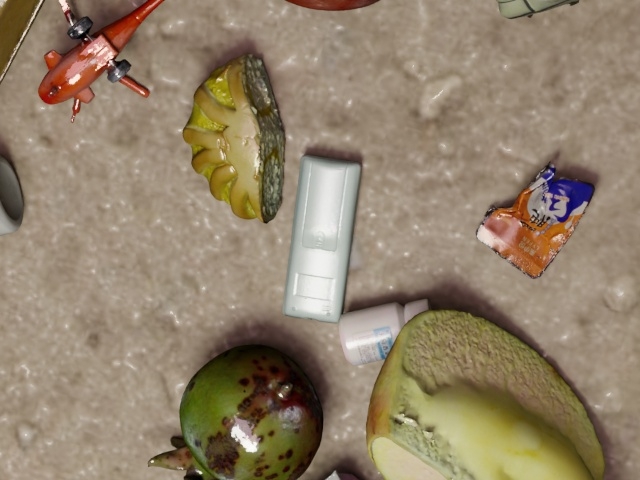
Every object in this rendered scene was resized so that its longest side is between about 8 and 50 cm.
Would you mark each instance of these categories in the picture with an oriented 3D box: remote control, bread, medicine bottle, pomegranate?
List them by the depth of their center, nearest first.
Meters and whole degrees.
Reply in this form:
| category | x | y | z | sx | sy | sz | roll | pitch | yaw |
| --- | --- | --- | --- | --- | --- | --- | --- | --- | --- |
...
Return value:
| category | x | y | z | sx | sy | sz | roll | pitch | yaw |
| --- | --- | --- | --- | --- | --- | --- | --- | --- | --- |
| bread | -0.084 | -0.099 | 1.584 | 0.094 | 0.083 | 0.157 | 11 | 103 | 18 |
| pomegranate | -0.076 | 0.185 | 1.604 | 0.148 | 0.148 | 0.169 | 34 | 110 | 1 |
| medicine bottle | 0.065 | 0.087 | 1.605 | 0.089 | 0.052 | 0.052 | -13 | 98 | 7 |
| remote control | 0.000 | 0.000 | 1.610 | 0.061 | 0.029 | 0.162 | 8 | 102 | 8 |
| medicine bottle | -0.363 | -0.033 | 1.629 | 0.130 | 0.080 | 0.080 | -13 | 99 | 11 |

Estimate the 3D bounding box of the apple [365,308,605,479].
| category | x | y | z | sx | sy | sz | roll | pitch | yaw |
| --- | --- | --- | --- | --- | --- | --- | --- | --- | --- |
| apple | 0.152 | 0.181 | 1.567 | 0.265 | 0.193 | 0.120 | 35 | 140 | -16 |

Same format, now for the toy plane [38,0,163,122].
| category | x | y | z | sx | sy | sz | roll | pitch | yaw |
| --- | --- | --- | --- | --- | --- | --- | --- | --- | --- |
| toy plane | -0.183 | -0.191 | 1.582 | 0.194 | 0.077 | 0.126 | -20 | 106 | 2 |

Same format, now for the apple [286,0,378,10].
| category | x | y | z | sx | sy | sz | roll | pitch | yaw |
| --- | --- | --- | --- | --- | --- | --- | --- | --- | --- |
| apple | 0.003 | -0.314 | 1.461 | 0.234 | 0.234 | 0.234 | 1 | 101 | 8 |

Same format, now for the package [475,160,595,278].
| category | x | y | z | sx | sy | sz | roll | pitch | yaw |
| --- | --- | --- | --- | --- | --- | --- | --- | --- | --- |
| package | 0.204 | -0.023 | 1.577 | 0.077 | 0.033 | 0.110 | 25 | 119 | -21 |

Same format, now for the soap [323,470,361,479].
| category | x | y | z | sx | sy | sz | roll | pitch | yaw |
| --- | --- | --- | --- | --- | --- | --- | --- | --- | --- |
| soap | -0.026 | 0.372 | 1.625 | 0.259 | 0.081 | 0.181 | -40 | 63 | 13 |

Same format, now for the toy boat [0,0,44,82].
| category | x | y | z | sx | sy | sz | roll | pitch | yaw |
| --- | --- | --- | --- | --- | --- | --- | --- | --- | --- |
| toy boat | -0.349 | -0.215 | 1.590 | 0.121 | 0.089 | 0.321 | 32 | 105 | 7 |

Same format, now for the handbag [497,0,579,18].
| category | x | y | z | sx | sy | sz | roll | pitch | yaw |
| --- | --- | --- | --- | --- | --- | --- | --- | --- | --- |
| handbag | 0.185 | -0.361 | 1.426 | 0.109 | 0.241 | 0.315 | -8 | 107 | 44 |
